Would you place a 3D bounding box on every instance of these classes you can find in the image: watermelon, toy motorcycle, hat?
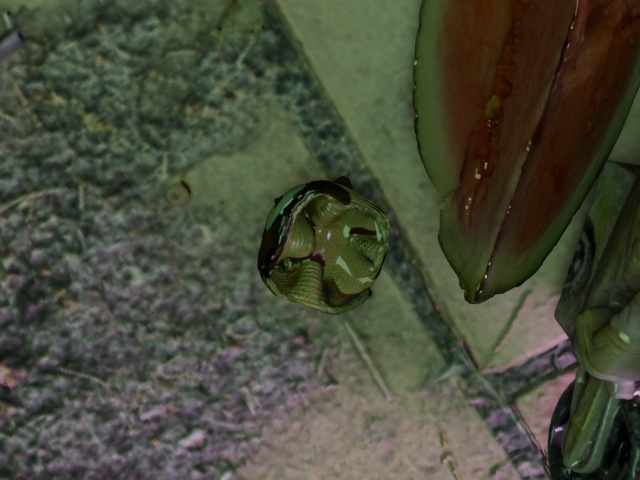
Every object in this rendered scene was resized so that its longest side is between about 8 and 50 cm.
[{"bbox_3d":[0.113,-0.135,0.809,0.128,0.159,0.303,24,115,24],"label":"watermelon"},{"bbox_3d":[0.223,0.026,0.786,0.108,0.223,0.341,9,105,-26],"label":"toy motorcycle"},{"bbox_3d":[-0.001,0.000,0.869,0.076,0.059,0.077,19,105,-18],"label":"hat"}]
